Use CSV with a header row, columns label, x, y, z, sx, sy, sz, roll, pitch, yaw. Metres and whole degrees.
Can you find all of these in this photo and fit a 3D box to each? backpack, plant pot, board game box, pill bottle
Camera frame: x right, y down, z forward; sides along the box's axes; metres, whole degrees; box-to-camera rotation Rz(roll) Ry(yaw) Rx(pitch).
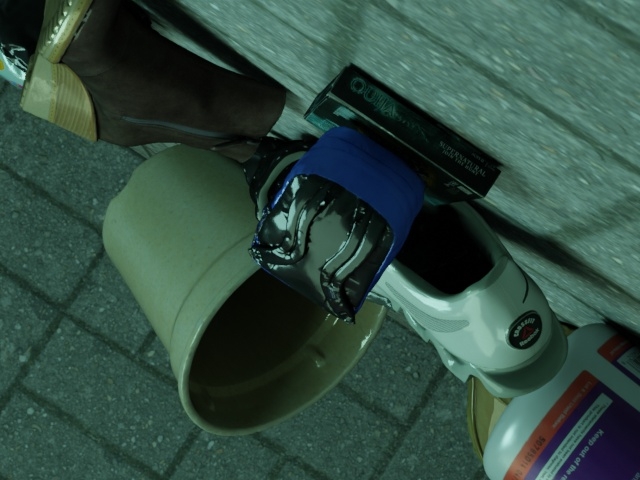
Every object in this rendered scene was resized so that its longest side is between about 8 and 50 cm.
label,x,y,z,sx,sy,sz,roll,pitch,yaw
backpack,-0.241,-0.185,1.448,0.152,0.115,0.182,31,179,-12
plant pot,-0.125,0.036,2.112,0.305,0.334,0.334,44,-177,35
board game box,0.053,-0.070,1.119,0.126,0.026,0.186,34,177,-5
pill bottle,0.316,0.232,1.406,0.323,0.181,0.181,39,178,17
backpack,0.016,-0.024,1.088,0.098,0.101,0.120,29,144,2

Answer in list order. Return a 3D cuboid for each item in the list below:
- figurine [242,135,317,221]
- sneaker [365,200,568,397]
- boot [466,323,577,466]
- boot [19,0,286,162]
label,x,y,z,sx,sy,sz,roll,pitch,yaw
figurine,0.018,-0.031,1.593,0.215,0.092,0.209,33,-176,-16
sneaker,0.066,-0.009,1.314,0.330,0.122,0.146,31,158,42
boot,0.240,0.193,1.752,0.269,0.089,0.236,-156,50,-74
boot,-0.124,-0.147,1.276,0.207,0.090,0.248,11,155,-15
